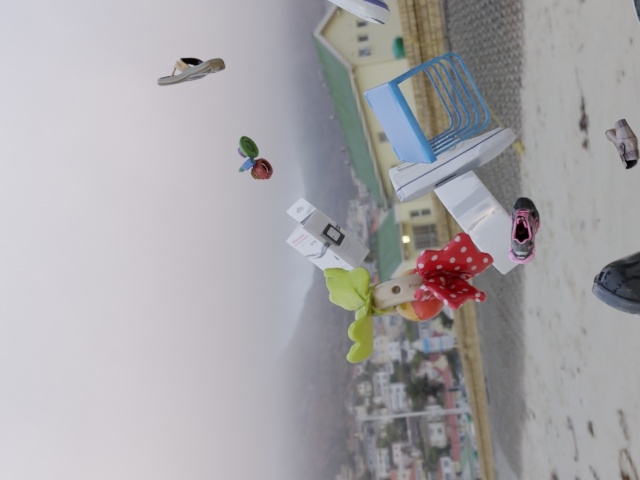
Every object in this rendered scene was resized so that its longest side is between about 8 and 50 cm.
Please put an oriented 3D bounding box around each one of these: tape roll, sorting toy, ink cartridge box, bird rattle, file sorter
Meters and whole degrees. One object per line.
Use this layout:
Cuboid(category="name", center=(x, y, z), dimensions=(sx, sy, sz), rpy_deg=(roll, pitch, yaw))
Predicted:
Cuboid(category="tape roll", center=(0.389, -0.057, 1.811), dimensions=(0.286, 0.100, 0.286), rpy_deg=(47, -168, -14))
Cuboid(category="sorting toy", center=(-0.143, -0.159, 1.538), dimensions=(0.102, 0.042, 0.061), rpy_deg=(52, -149, -9))
Cuboid(category="ink cartridge box", center=(0.000, 0.000, 1.578), dimensions=(0.060, 0.180, 0.104), rpy_deg=(-56, 8, -26))
Cuboid(category="bird rattle", center=(0.137, 0.067, 1.106), dimensions=(0.207, 0.253, 0.143), rpy_deg=(9, -124, -63))
Cuboid(category="file sorter", center=(0.146, -0.184, 1.052), dimensions=(0.118, 0.104, 0.170), rpy_deg=(59, 178, -10))

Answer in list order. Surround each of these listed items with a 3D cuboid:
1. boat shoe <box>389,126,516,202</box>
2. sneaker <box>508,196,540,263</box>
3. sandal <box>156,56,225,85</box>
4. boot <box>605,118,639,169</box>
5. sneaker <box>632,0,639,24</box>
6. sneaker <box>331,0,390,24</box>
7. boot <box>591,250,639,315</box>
Cuboid(category="boat shoe", center=(0.268, -0.176, 1.568), dimensions=(0.088, 0.267, 0.096), rpy_deg=(65, -162, 12))
Cuboid(category="sneaker", center=(0.308, -0.025, 1.146), dimensions=(0.057, 0.047, 0.119), rpy_deg=(65, -151, -48))
Cuboid(category="sandal", center=(-0.258, -0.343, 1.498), dimensions=(0.072, 0.180, 0.049), rpy_deg=(-24, -77, -45))
Cuboid(category="boot", center=(0.580, -0.178, 1.448), dimensions=(0.118, 0.042, 0.087), rpy_deg=(33, -136, -73))
Cuboid(category="sneaker", center=(0.487, -0.398, 1.070), dimensions=(0.330, 0.130, 0.147), rpy_deg=(46, -131, -15))
Cuboid(category="sneaker", center=(0.069, -0.653, 1.705), dimensions=(0.130, 0.323, 0.236), rpy_deg=(4, -61, -57))
Cuboid(category="boot", center=(0.679, -0.099, 1.328), dimensions=(0.146, 0.367, 0.445), rpy_deg=(-135, 47, -54))
